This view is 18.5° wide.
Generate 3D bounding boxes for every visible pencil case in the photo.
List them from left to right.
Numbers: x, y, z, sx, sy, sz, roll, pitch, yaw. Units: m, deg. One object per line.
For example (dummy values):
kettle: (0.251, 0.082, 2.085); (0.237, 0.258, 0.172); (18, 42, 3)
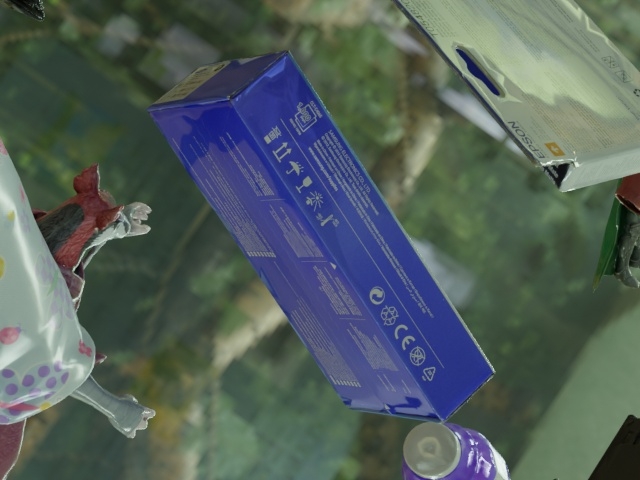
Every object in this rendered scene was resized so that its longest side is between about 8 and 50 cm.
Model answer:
pencil case: (-0.251, -0.003, 1.383); (0.113, 0.273, 0.124); (-16, -152, 4)

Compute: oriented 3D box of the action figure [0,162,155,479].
action figure: (-0.290, 0.068, 1.768); (0.370, 0.276, 0.248); (-60, -153, 28)

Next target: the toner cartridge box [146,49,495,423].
toner cartridge box: (0.000, 0.000, 1.720); (0.075, 0.348, 0.165); (-41, -160, -22)

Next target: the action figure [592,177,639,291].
action figure: (0.373, -0.061, 2.263); (0.137, 0.063, 0.232); (-38, 139, -47)

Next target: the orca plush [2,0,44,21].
orca plush: (-0.190, -0.324, 1.570); (0.287, 0.151, 0.102); (-44, 167, -2)

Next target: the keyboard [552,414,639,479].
keyboard: (0.254, 0.310, 1.975); (0.317, 0.033, 0.201); (-54, -157, -19)

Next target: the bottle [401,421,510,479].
bottle: (0.162, 0.284, 2.443); (0.118, 0.092, 0.283); (-14, 161, 9)

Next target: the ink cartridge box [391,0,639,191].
ink cartridge box: (0.178, -0.138, 1.667); (0.224, 0.223, 0.045); (-11, 144, -44)

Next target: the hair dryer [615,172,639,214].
hair dryer: (0.402, -0.131, 1.968); (0.293, 0.080, 0.223); (-46, -177, 34)
